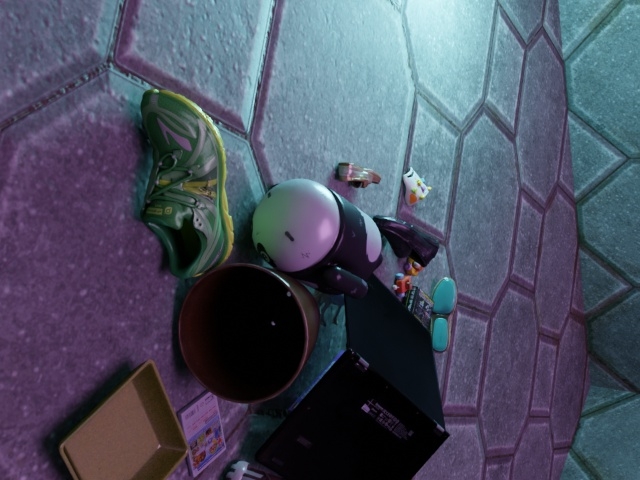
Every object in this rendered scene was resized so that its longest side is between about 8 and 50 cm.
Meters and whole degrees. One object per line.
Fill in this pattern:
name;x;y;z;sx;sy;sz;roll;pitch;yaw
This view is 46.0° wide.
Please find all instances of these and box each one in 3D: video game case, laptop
video game case;-0.196;0.319;1.257;0.087;0.011;0.121;-33;121;-53
laptop;0.072;0.301;1.545;0.408;0.236;0.382;-48;127;-4

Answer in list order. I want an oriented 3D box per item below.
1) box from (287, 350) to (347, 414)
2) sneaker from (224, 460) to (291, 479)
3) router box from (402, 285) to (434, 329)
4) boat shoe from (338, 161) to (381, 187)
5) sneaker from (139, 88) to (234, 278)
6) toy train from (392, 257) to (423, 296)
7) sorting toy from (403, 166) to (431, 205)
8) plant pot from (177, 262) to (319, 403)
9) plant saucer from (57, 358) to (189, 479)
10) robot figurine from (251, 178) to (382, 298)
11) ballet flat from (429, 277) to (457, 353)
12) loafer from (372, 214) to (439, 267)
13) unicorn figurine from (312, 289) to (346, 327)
box;0.059;0.407;1.583;0.201;0.057;0.293;-42;119;-42
sneaker;-0.054;0.502;1.367;0.281;0.163;0.106;55;49;-46
router box;0.246;0.178;1.930;0.122;0.038;0.092;43;59;-52
boat shoe;0.081;-0.134;1.617;0.135;0.050;0.045;11;88;-48
sneaker;-0.202;-0.075;1.103;0.123;0.110;0.295;-46;132;-51
toy train;0.222;0.052;1.866;0.125;0.046;0.166;-21;112;-56
sorting toy;0.233;-0.141;1.875;0.075;0.045;0.083;57;44;-18
plant pot;-0.087;0.138;1.255;0.230;0.216;0.215;-6;99;-73
plant saucer;-0.285;0.294;1.078;0.188;0.045;0.188;-46;131;-45
robot figurine;-0.003;0.000;1.351;0.278;0.209;0.173;30;72;-52
ballet flat;0.328;0.204;2.057;0.067;0.073;0.206;59;42;-83
loafer;0.197;0.003;1.774;0.223;0.076;0.078;27;85;-41
unicorn figurine;0.037;0.122;1.563;0.162;0.060;0.111;11;89;-61
